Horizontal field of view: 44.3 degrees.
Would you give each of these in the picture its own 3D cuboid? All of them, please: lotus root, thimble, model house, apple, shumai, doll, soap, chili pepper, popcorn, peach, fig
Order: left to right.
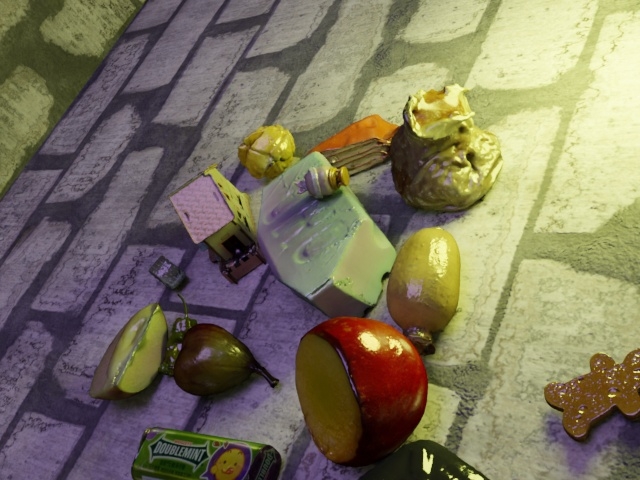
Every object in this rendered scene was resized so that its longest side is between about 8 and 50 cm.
[{"bbox_3d":[-0.485,0.303,2.011,0.193,0.120,0.265,-20,39,43],"label":"apple"},{"bbox_3d":[-0.423,0.092,2.181,0.110,0.084,0.062,31,77,37],"label":"thimble"},{"bbox_3d":[-0.348,0.246,1.986,0.072,0.073,0.204,8,69,22],"label":"chili pepper"},{"bbox_3d":[-0.291,-0.066,2.099,0.169,0.244,0.326,-31,41,9],"label":"model house"},{"bbox_3d":[-0.215,0.286,1.802,0.274,0.145,0.170,9,61,28],"label":"fig"},{"bbox_3d":[-0.150,-0.250,2.237,0.167,0.148,0.152,-22,19,7],"label":"popcorn"},{"bbox_3d":[0.000,0.000,1.868,0.261,0.156,0.446,-36,40,5],"label":"soap"},{"bbox_3d":[0.004,-0.139,1.829,0.127,0.073,0.084,-10,13,22],"label":"doll"},{"bbox_3d":[0.082,0.282,1.469,0.245,0.248,0.274,-15,49,-4],"label":"peach"},{"bbox_3d":[0.240,-0.239,1.816,0.267,0.262,0.314,-48,38,-10],"label":"shumai"},{"bbox_3d":[0.217,0.086,1.627,0.146,0.131,0.303,-11,47,33],"label":"lotus root"}]

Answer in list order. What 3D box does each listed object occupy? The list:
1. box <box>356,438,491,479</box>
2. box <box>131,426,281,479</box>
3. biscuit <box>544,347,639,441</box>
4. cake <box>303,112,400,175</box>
[{"bbox_3d":[0.161,0.493,1.240,0.359,0.091,0.350,-32,33,-26],"label":"box"},{"bbox_3d":[-0.251,0.478,1.666,0.346,0.097,0.134,-2,53,38],"label":"box"},{"bbox_3d":[0.490,0.252,1.327,0.205,0.031,0.138,-34,40,8],"label":"biscuit"},{"bbox_3d":[0.086,-0.244,2.078,0.287,0.098,0.135,-20,44,17],"label":"cake"}]
